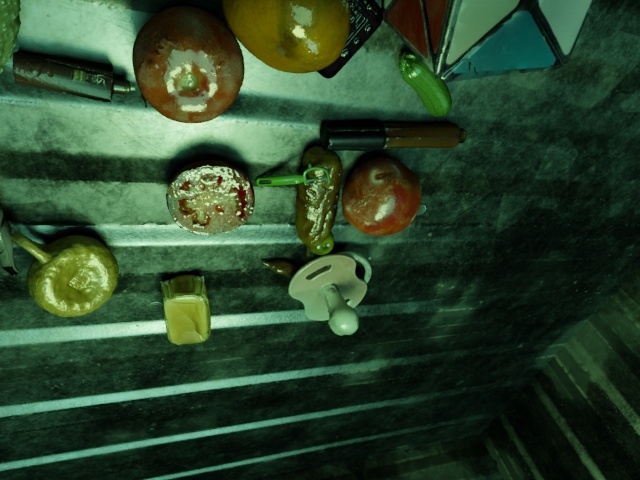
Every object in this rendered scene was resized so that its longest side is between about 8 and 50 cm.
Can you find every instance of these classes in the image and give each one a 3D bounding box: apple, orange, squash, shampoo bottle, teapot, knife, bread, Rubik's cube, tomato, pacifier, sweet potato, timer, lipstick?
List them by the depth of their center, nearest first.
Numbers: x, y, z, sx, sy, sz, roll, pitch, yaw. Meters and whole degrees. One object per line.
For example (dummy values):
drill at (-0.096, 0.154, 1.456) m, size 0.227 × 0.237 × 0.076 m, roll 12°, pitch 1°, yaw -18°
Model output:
orange at (-0.058, -0.420, 0.839) m, size 0.240 × 0.240 × 0.171 m, roll 28°, pitch 78°, yaw -40°
Rubik's cube at (0.322, -0.514, 0.866) m, size 0.310 × 0.305 × 0.307 m, roll -11°, pitch 136°, yaw -13°
tomato at (-0.252, -0.337, 0.886) m, size 0.208 × 0.184 × 0.208 m, roll -7°, pitch 130°, yaw -9°
shampoo bottle at (-0.463, -0.314, 0.905) m, size 0.236 × 0.067 × 0.068 m, roll 2°, pitch 122°, yaw -24°
timer at (0.029, -0.458, 0.985) m, size 0.144 × 0.055 × 0.187 m, roll 28°, pitch 121°, yaw -37°
squash at (0.263, -0.387, 1.137) m, size 0.077 × 0.068 × 0.219 m, roll -38°, pitch 134°, yaw 22°
teapot at (-0.638, 0.073, 1.152) m, size 0.203 × 0.167 × 0.311 m, roll -55°, pitch 139°, yaw -16°
tomato at (-0.278, -0.117, 1.162) m, size 0.225 × 0.085 × 0.225 m, roll -9°, pitch 136°, yaw -9°
knife at (-0.077, -0.165, 1.180) m, size 0.212 × 0.015 × 0.054 m, roll -2°, pitch 115°, yaw 23°
lipstick at (0.202, -0.276, 1.215) m, size 0.418 × 0.077 × 0.077 m, roll -5°, pitch 134°, yaw -19°
bread at (-0.011, -0.092, 1.265) m, size 0.124 × 0.084 × 0.344 m, roll 5°, pitch 123°, yaw -5°
tomato at (0.176, -0.111, 1.283) m, size 0.232 × 0.189 × 0.232 m, roll -12°, pitch 138°, yaw -11°
apple at (0.000, 0.000, 1.401) m, size 0.089 × 0.074 × 0.090 m, roll -13°, pitch 118°, yaw -26°
bread at (-0.409, 0.211, 1.411) m, size 0.136 × 0.107 × 0.241 m, roll -6°, pitch 134°, yaw -14°
sweet potato at (-0.134, 0.081, 1.448) m, size 0.117 × 0.049 × 0.049 m, roll 18°, pitch 124°, yaw -27°
pacifier at (0.038, 0.173, 1.487) m, size 0.220 × 0.273 × 0.332 m, roll 1°, pitch 144°, yaw 24°

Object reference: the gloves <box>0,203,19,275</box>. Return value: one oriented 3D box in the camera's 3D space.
gloves at (-0.768, -0.001, 1.052) m, size 0.142 × 0.119 × 0.285 m, roll 14°, pitch 112°, yaw -19°

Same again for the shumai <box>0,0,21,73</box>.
shumai at (-0.648, -0.357, 0.680) m, size 0.263 × 0.309 × 0.304 m, roll 27°, pitch 129°, yaw -12°
